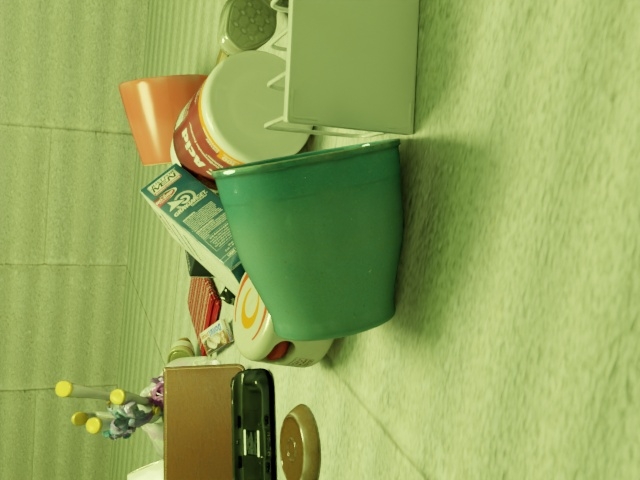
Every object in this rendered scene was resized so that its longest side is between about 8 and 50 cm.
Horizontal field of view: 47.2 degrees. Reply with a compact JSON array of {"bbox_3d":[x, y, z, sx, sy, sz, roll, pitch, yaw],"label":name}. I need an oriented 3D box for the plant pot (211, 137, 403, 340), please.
[{"bbox_3d":[0.000,0.000,1.062,0.272,0.272,0.255,-169,67,-67],"label":"plant pot"}]

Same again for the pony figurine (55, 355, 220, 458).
[{"bbox_3d":[-0.465,0.447,1.960,0.351,0.363,0.302,1,79,26],"label":"pony figurine"}]

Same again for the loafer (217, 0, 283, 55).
[{"bbox_3d":[-0.152,-0.460,1.522,0.111,0.112,0.319,-35,23,35],"label":"loafer"}]

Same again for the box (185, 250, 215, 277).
[{"bbox_3d":[-0.280,-0.024,1.903,0.153,0.108,0.207,-109,31,-41],"label":"box"}]

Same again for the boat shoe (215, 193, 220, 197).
[{"bbox_3d":[-0.253,-0.219,1.775,0.099,0.116,0.319,114,172,-77],"label":"boat shoe"}]

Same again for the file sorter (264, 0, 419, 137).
[{"bbox_3d":[0.022,-0.297,1.101,0.173,0.193,0.277,-178,90,-70],"label":"file sorter"}]

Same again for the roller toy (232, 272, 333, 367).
[{"bbox_3d":[-0.057,0.129,1.300,0.191,0.146,0.209,33,107,62],"label":"roller toy"}]

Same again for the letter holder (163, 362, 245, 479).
[{"bbox_3d":[-0.253,0.453,1.772,0.152,0.215,0.301,48,-142,-76],"label":"letter holder"}]

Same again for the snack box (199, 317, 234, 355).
[{"bbox_3d":[-0.276,0.256,1.941,0.178,0.022,0.064,-37,71,57],"label":"snack box"}]

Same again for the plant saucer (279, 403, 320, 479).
[{"bbox_3d":[-0.044,0.397,1.397,0.168,0.029,0.168,-177,90,-67],"label":"plant saucer"}]

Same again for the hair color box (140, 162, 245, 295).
[{"bbox_3d":[-0.212,-0.006,1.502,0.347,0.105,0.174,36,161,38],"label":"hair color box"}]

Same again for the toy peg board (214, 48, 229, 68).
[{"bbox_3d":[-0.221,-0.460,1.876,0.161,0.079,0.160,123,158,-50],"label":"toy peg board"}]

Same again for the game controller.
[{"bbox_3d":[-0.146,0.443,1.611,0.166,0.067,0.319,-15,74,50],"label":"game controller"}]

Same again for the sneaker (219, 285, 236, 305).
[{"bbox_3d":[-0.181,0.014,1.637,0.107,0.124,0.283,124,142,-51],"label":"sneaker"}]

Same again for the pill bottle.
[{"bbox_3d":[-0.184,-0.227,1.542,0.392,0.224,0.224,161,110,-66],"label":"pill bottle"}]

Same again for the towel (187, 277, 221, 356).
[{"bbox_3d":[-0.342,0.183,2.131,0.275,0.031,0.198,-123,42,-55],"label":"towel"}]

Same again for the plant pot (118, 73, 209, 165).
[{"bbox_3d":[-0.442,-0.348,2.156,0.275,0.275,0.243,-168,71,-67],"label":"plant pot"}]

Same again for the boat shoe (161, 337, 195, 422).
[{"bbox_3d":[-0.410,0.435,2.189,0.103,0.113,0.302,-90,9,-70],"label":"boat shoe"}]

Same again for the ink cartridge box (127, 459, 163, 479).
[{"bbox_3d":[-0.367,0.709,1.851,0.283,0.117,0.207,64,-174,-47],"label":"ink cartridge box"}]
